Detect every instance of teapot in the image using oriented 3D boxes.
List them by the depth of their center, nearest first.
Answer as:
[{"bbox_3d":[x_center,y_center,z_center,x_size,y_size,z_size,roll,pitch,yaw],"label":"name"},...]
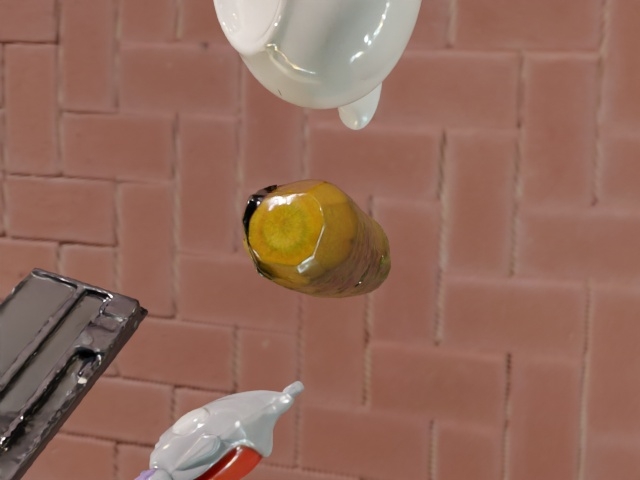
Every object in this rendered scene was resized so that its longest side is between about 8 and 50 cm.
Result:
[{"bbox_3d":[0.017,-0.216,0.911,0.300,0.166,0.208,-61,29,32],"label":"teapot"}]

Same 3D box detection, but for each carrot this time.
[{"bbox_3d":[0.000,0.000,0.900,0.082,0.173,0.082,-1,86,17],"label":"carrot"}]

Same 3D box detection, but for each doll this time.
[{"bbox_3d":[-0.109,0.194,1.130,0.227,0.102,0.075,-35,82,-7],"label":"doll"}]

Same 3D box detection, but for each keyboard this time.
[{"bbox_3d":[-0.185,0.102,0.655,0.087,0.250,0.017,15,133,17],"label":"keyboard"}]
